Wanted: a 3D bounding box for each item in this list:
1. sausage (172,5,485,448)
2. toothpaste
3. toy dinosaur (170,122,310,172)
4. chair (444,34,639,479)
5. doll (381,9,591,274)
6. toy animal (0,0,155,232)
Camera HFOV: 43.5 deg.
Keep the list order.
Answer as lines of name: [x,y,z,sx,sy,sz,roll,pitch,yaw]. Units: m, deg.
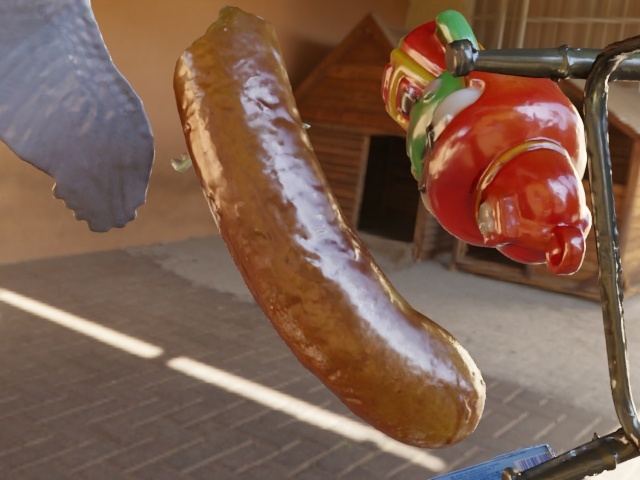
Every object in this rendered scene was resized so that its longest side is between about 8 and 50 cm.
sausage: [-0.003,0.003,0.493,0.103,0.302,0.076,-30,0,-32]
toothpaste: [0.173,0.333,1.023,0.272,0.066,0.053,-17,41,-3]
toy dinosaur: [-0.160,-0.187,1.321,0.072,0.200,0.251,33,12,-46]
chair: [0.352,0.009,0.485,0.410,0.362,0.364,-10,6,-12]
doll: [0.171,-0.090,0.791,0.160,0.183,0.363,0,38,-12]
toy animal: [-0.259,-0.140,0.516,0.284,0.302,0.225,-16,62,-42]
